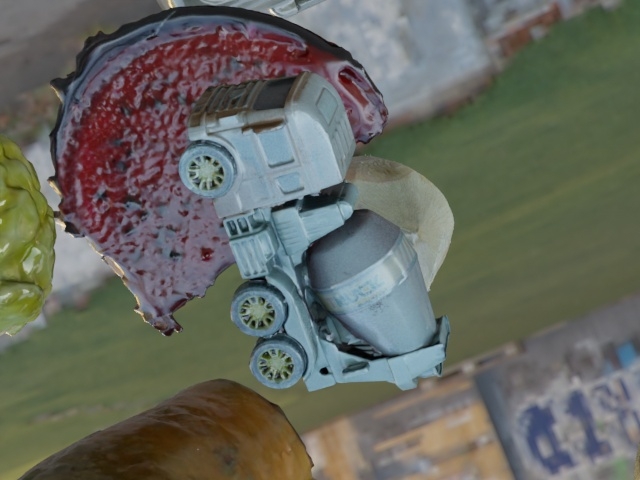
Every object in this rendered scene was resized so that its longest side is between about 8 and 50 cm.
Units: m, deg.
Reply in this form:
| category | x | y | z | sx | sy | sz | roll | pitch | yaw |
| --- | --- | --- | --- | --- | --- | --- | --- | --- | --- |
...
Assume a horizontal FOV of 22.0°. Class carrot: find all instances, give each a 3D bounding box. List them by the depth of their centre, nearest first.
| category | x | y | z | sx | sy | sz | roll | pitch | yaw |
| --- | --- | --- | --- | --- | --- | --- | --- | --- | --- |
| carrot | -0.167 | 0.277 | 1.589 | 0.224 | 0.224 | 0.340 | -30 | -177 | 42 |

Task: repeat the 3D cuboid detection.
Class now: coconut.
| category | x | y | z | sx | sy | sz | roll | pitch | yaw |
| --- | --- | --- | --- | --- | --- | --- | --- | --- | --- |
| coconut | 0.059 | -0.005 | 1.745 | 0.161 | 0.161 | 0.162 | -20 | -166 | -11 |

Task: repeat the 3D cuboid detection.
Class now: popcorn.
| category | x | y | z | sx | sy | sz | roll | pitch | yaw |
| --- | --- | --- | --- | --- | --- | --- | --- | --- | --- |
| popcorn | -0.330 | 0.022 | 1.332 | 0.259 | 0.259 | 0.212 | -22 | 173 | 2 |

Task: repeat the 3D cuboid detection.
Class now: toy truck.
| category | x | y | z | sx | sy | sz | roll | pitch | yaw |
| --- | --- | --- | --- | --- | --- | --- | --- | --- | --- |
| toy truck | 0.000 | 0.000 | 1.224 | 0.140 | 0.257 | 0.108 | -13 | -159 | 15 |

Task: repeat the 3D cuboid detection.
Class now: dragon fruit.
| category | x | y | z | sx | sy | sz | roll | pitch | yaw |
| --- | --- | --- | --- | --- | --- | --- | --- | --- | --- |
| dragon fruit | -0.127 | -0.113 | 1.682 | 0.343 | 0.282 | 0.100 | -41 | -170 | 6 |

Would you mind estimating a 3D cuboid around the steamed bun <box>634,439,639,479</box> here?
| category | x | y | z | sx | sy | sz | roll | pitch | yaw |
| --- | --- | --- | --- | --- | --- | --- | --- | --- | --- |
| steamed bun | 0.336 | 0.248 | 1.175 | 0.276 | 0.289 | 0.203 | 5 | -166 | 35 |

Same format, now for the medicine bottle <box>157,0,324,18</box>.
| category | x | y | z | sx | sy | sz | roll | pitch | yaw |
| --- | --- | --- | --- | --- | --- | --- | --- | --- | --- |
| medicine bottle | -0.042 | -0.406 | 1.864 | 0.375 | 0.282 | 0.123 | -26 | -170 | -13 |
